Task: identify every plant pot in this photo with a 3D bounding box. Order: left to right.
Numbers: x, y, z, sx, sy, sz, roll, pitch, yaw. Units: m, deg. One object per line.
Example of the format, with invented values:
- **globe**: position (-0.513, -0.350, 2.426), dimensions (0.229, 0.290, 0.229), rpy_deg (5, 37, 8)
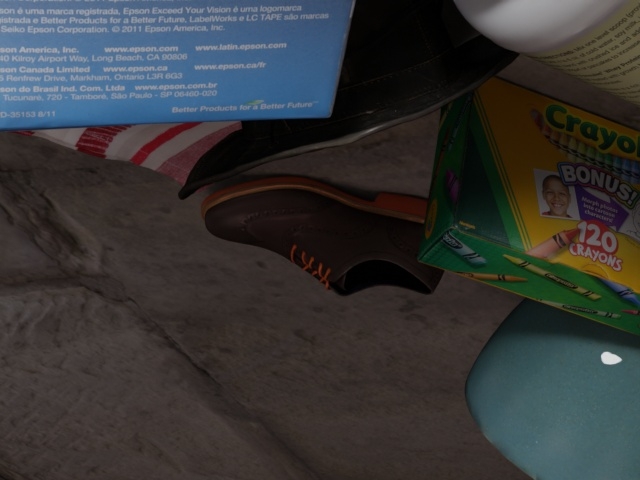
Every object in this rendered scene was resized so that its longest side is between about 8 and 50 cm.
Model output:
- **plant pot**: position (0.319, 0.122, 1.511), dimensions (0.290, 0.290, 0.195), rpy_deg (16, 116, -9)

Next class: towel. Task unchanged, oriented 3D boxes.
- **towel**: position (-0.174, -0.130, 1.358), dimensions (0.329, 0.037, 0.237), rpy_deg (16, 154, -37)

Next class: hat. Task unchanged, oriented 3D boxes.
- **hat**: position (0.004, -0.152, 1.177), dimensions (0.331, 0.331, 0.134), rpy_deg (-15, 104, 40)

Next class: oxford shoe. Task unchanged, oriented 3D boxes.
- **oxford shoe**: position (0.000, 0.000, 1.539), dimensions (0.271, 0.098, 0.097), rpy_deg (5, 152, 11)

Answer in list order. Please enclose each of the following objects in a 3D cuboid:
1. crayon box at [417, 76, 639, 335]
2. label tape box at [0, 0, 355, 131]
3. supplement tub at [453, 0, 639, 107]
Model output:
- **crayon box**: position (0.237, -0.025, 1.333), dimensions (0.278, 0.165, 0.081), rpy_deg (18, 152, -14)
- **label tape box**: position (-0.096, -0.232, 0.899), dimensions (0.249, 0.115, 0.348), rpy_deg (-3, 135, -15)
- **supplement tub**: position (0.223, -0.201, 0.909), dimensions (0.324, 0.235, 0.235), rpy_deg (19, 152, -26)
